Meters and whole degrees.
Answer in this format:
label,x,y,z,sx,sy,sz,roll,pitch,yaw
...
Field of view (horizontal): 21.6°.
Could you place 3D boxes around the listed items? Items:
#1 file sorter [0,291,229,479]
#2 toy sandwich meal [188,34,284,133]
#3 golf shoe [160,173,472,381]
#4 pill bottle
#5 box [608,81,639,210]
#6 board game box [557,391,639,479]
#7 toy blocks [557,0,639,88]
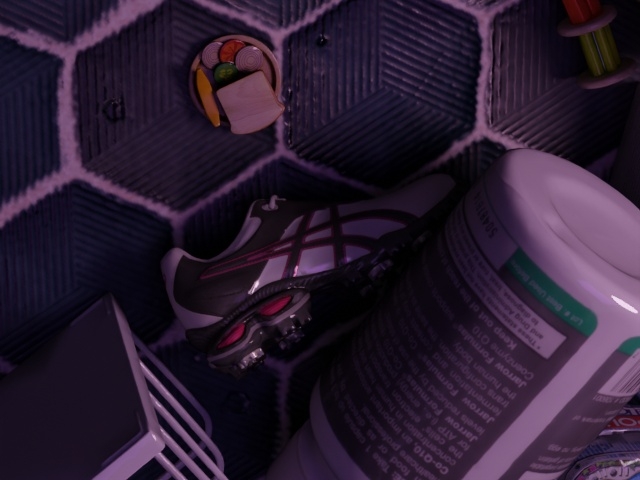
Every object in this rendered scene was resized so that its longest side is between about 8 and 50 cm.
label,x,y,z,sx,sy,sz,roll,pitch,yaw
file sorter,-0.174,0.206,1.328,0.193,0.277,0.173,-39,113,2
toy sandwich meal,-0.068,-0.126,1.375,0.085,0.029,0.085,-3,107,-10
golf shoe,0.000,0.000,1.386,0.273,0.105,0.120,-31,78,-18
pill bottle,0.120,0.119,1.357,0.204,0.204,0.361,30,116,-17
box,0.348,-0.024,1.438,0.181,0.119,0.182,11,104,-13
board game box,0.293,0.181,1.448,0.194,0.194,0.060,1,106,-12
toy blocks,0.247,-0.216,1.396,0.123,0.054,0.148,-24,109,-4
